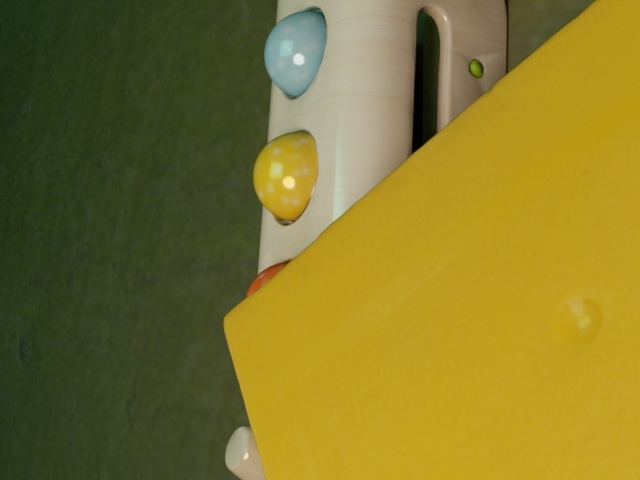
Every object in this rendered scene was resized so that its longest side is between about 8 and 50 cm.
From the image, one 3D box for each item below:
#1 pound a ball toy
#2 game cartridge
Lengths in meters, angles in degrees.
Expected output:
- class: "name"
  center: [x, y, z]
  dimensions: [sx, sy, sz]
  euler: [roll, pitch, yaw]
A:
- class: "pound a ball toy"
  center: [0.000, 0.000, 0.681]
  dimensions: [0.208, 0.136, 0.319]
  euler: [-18, 64, 57]
- class: "game cartridge"
  center: [0.114, 0.043, 0.433]
  dimensions: [0.324, 0.053, 0.285]
  euler: [-41, 42, 18]
